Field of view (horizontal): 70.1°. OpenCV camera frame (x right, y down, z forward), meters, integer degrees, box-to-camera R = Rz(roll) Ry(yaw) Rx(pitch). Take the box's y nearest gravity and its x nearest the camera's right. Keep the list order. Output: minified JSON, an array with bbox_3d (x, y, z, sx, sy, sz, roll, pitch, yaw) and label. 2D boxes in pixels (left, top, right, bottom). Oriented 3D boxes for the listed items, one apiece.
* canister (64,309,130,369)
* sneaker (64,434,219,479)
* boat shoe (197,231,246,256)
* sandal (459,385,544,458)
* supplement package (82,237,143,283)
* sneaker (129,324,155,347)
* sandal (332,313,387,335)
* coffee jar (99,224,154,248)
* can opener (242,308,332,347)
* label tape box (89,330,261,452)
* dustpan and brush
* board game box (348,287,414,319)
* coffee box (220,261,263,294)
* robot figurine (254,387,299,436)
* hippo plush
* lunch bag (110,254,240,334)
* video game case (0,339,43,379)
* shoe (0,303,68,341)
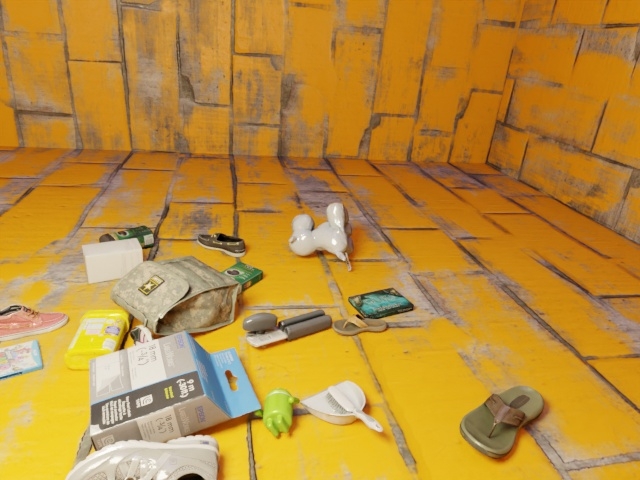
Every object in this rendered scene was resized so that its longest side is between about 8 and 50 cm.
[{"bbox_3d":[-0.592,0.263,1.216,0.126,0.073,0.170,1,26,-10],"label":"canister"},{"bbox_3d":[-0.320,0.439,0.840,0.282,0.105,0.115,-4,26,-22],"label":"sneaker"},{"bbox_3d":[-0.399,0.002,1.840,0.228,0.068,0.081,15,26,21],"label":"boat shoe"},{"bbox_3d":[0.436,0.407,1.091,0.303,0.086,0.120,-17,33,-41],"label":"sandal"},{"bbox_3d":[-0.718,0.068,1.584,0.179,0.105,0.105,-9,28,-30],"label":"supplement package"},{"bbox_3d":[-0.468,0.286,1.200,0.077,0.071,0.178,-28,33,-34],"label":"sneaker"},{"bbox_3d":[0.122,0.254,1.412,0.180,0.049,0.072,-1,25,-14],"label":"sandal"},{"bbox_3d":[-0.744,0.002,1.755,0.096,0.079,0.184,29,32,36],"label":"coffee jar"},{"bbox_3d":[-0.091,0.249,1.341,0.281,0.093,0.074,-6,25,-34],"label":"can opener"},{"bbox_3d":[-0.334,0.325,1.038,0.334,0.105,0.240,-15,30,-21],"label":"label tape box"},{"bbox_3d":[0.067,0.395,1.071,0.147,0.060,0.211,-13,30,-35],"label":"dustpan and brush"},{"bbox_3d":[0.204,0.213,1.547,0.186,0.026,0.126,-8,28,-27],"label":"board game box"},{"bbox_3d":[-0.297,0.137,1.594,0.113,0.040,0.184,18,27,24],"label":"coffee box"},{"bbox_3d":[-0.096,0.388,1.045,0.101,0.067,0.115,-25,24,10],"label":"robot figurine"},{"bbox_3d":[0.000,0.000,1.836,0.237,0.234,0.294,-8,65,12],"label":"hippo plush"},{"bbox_3d":[-0.426,0.161,1.328,0.235,0.168,0.287,23,20,34],"label":"lunch bag"},{"bbox_3d":[-0.798,0.308,1.143,0.166,0.015,0.119,-11,29,-33],"label":"video game case"},{"bbox_3d":[-0.803,0.215,1.266,0.178,0.081,0.063,-12,30,-34],"label":"shoe"}]
